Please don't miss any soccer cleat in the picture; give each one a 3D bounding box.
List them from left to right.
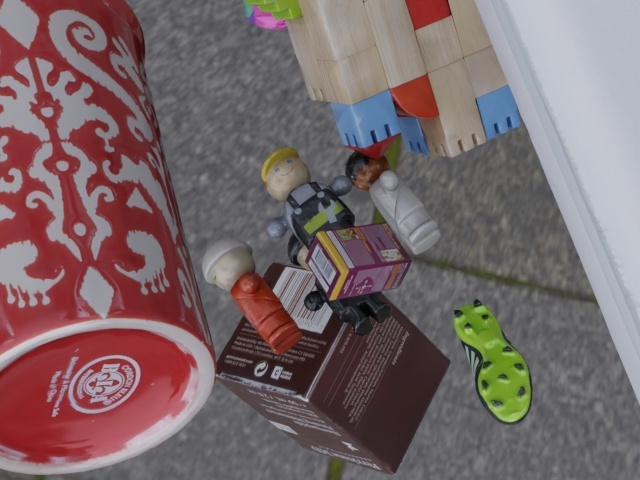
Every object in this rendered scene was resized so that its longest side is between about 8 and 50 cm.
[{"bbox_3d":[0.190,0.138,1.587,0.060,0.179,0.072,-24,130,4],"label":"soccer cleat"}]

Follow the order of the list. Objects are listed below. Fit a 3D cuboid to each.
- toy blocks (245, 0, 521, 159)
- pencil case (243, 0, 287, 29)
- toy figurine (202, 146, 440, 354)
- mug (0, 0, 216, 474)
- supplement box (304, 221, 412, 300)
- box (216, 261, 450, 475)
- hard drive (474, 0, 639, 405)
[{"bbox_3d":[0.126,-0.211,1.604,0.381,0.191,0.260,-24,108,-22],"label":"toy blocks"},{"bbox_3d":[-0.054,-0.335,1.580,0.104,0.104,0.236,5,142,12],"label":"pencil case"},{"bbox_3d":[0.000,0.000,1.593,0.148,0.213,0.209,51,130,27],"label":"toy figurine"},{"bbox_3d":[-0.098,0.002,0.566,0.113,0.169,0.150,-22,143,0],"label":"mug"},{"bbox_3d":[0.036,0.019,1.418,0.055,0.083,0.043,58,140,34],"label":"supplement box"},{"bbox_3d":[0.016,0.154,1.801,0.168,0.167,0.203,9,153,44],"label":"box"},{"bbox_3d":[0.168,-0.122,0.538,0.233,0.047,0.353,-16,68,-6],"label":"hard drive"}]
